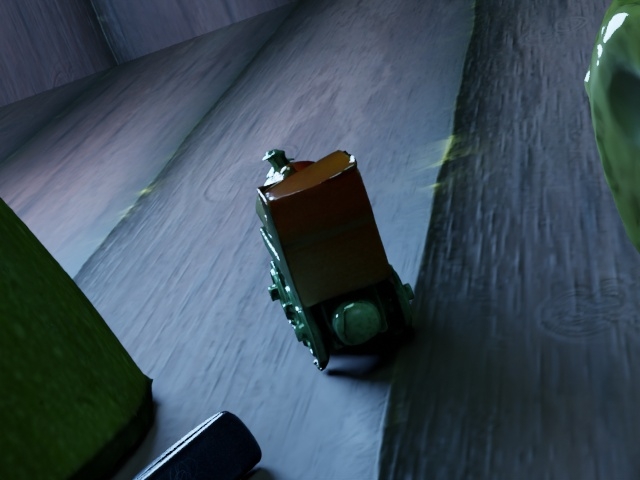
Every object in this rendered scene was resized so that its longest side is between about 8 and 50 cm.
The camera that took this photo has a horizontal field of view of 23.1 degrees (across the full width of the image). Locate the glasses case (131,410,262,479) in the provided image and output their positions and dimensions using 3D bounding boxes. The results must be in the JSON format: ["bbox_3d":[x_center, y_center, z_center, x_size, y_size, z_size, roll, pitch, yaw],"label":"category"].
[{"bbox_3d":[-0.064,0.114,0.763,0.023,0.033,0.083,-22,10,43],"label":"glasses case"}]

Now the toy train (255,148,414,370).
[{"bbox_3d":[0.000,0.000,0.913,0.074,0.118,0.176,-20,17,-4],"label":"toy train"}]

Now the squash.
[{"bbox_3d":[-0.289,0.017,0.882,0.310,0.308,0.310,-19,14,5],"label":"squash"}]

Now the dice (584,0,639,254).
[{"bbox_3d":[0.233,-0.055,0.686,0.166,0.169,0.169,-26,15,-21],"label":"dice"}]
